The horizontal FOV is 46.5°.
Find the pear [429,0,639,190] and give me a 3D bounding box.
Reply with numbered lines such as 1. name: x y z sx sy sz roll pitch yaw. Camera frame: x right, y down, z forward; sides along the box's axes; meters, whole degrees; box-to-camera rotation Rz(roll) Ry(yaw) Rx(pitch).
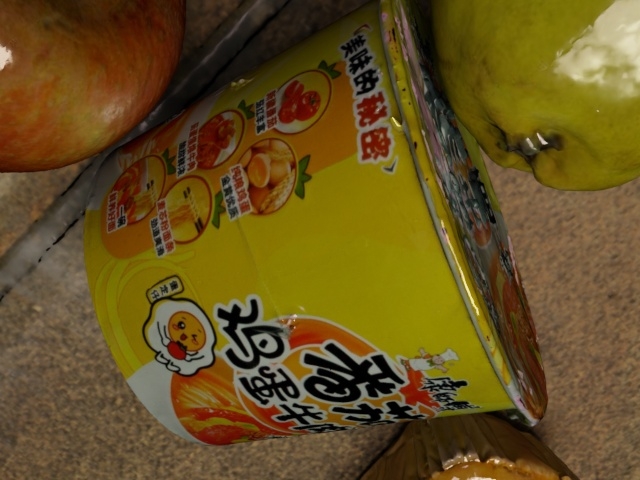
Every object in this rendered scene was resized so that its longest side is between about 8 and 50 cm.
1. pear: 0.167 -0.155 0.388 0.212 0.212 0.269 31 87 -15

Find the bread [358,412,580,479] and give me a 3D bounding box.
1. bread: 0.096 0.273 0.656 0.152 0.119 0.288 25 114 -17

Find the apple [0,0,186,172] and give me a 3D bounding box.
1. apple: -0.166 -0.118 0.405 0.173 0.195 0.160 14 115 36

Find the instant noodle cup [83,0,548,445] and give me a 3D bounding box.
1. instant noodle cup: 0.000 0.000 0.452 0.200 0.264 0.264 -18 116 18
